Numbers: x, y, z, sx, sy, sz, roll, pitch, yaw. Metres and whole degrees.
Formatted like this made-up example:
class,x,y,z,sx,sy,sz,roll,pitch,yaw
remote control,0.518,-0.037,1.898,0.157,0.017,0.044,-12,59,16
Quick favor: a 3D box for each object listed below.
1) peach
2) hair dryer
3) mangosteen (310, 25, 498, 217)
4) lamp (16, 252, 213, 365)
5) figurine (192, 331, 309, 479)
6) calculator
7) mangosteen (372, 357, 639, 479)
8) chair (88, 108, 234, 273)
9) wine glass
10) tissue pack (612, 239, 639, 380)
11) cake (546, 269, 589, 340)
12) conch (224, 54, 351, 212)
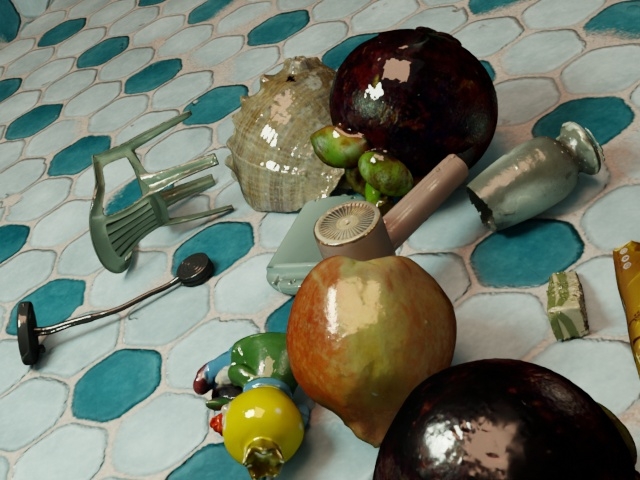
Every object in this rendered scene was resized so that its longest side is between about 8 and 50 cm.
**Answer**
class,x,y,z,sx,sy,sz,roll,pitch,yaw
peach,0.070,0.146,1.399,0.232,0.232,0.257,-10,78,23
hair dryer,0.145,-0.028,1.608,0.107,0.189,0.344,18,51,44
mangosteen,0.151,-0.208,1.768,0.311,0.311,0.311,-18,34,12
lamp,-0.375,0.098,1.845,0.371,0.108,0.130,-23,33,5
figurine,-0.104,0.243,1.465,0.185,0.127,0.234,-18,44,20
calculator,0.000,0.000,1.786,0.141,0.045,0.246,-3,40,31
mangosteen,0.206,0.276,1.089,0.297,0.313,0.297,-52,23,33
chair,-0.319,-0.083,1.981,0.274,0.203,0.190,-26,44,-9
wine glass,0.333,-0.099,1.641,0.204,0.111,0.111,-32,34,-5
tissue pack,0.476,0.079,1.324,0.183,0.092,0.226,-13,37,15
cake,0.344,0.088,1.459,0.051,0.055,0.140,-15,17,18
conch,-0.065,-0.206,1.984,0.297,0.210,0.352,-41,29,7
